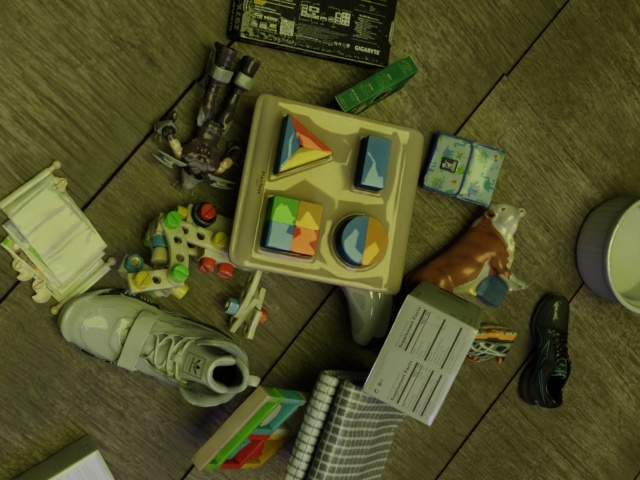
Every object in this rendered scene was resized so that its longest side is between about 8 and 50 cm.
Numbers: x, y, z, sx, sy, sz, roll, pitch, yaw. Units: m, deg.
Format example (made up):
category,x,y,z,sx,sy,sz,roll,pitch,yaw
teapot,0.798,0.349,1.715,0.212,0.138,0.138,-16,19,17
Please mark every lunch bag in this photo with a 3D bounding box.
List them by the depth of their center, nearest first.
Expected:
category,x,y,z,sx,sy,sz,roll,pitch,yaw
lunch bag,0.298,-0.151,1.956,0.151,0.096,0.129,17,93,-12

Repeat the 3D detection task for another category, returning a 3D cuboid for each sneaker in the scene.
category,x,y,z,sx,sy,sz,roll,pitch,yaw
sneaker,-0.280,0.192,1.662,0.365,0.210,0.137,21,88,-26
sneaker,0.000,0.000,1.815,0.257,0.169,0.448,-6,92,-17
sneaker,0.337,0.229,2.034,0.214,0.084,0.083,7,104,-25
sneaker,0.539,0.257,2.120,0.101,0.106,0.268,9,92,-25

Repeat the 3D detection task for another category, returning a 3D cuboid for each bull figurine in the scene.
category,x,y,z,sx,sy,sz,roll,pitch,yaw
bull figurine,0.332,0.057,1.964,0.310,0.101,0.188,-36,73,-2

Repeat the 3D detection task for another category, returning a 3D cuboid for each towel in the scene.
category,x,y,z,sx,sy,sz,roll,pitch,yaw
towel,0.067,0.386,1.842,0.283,0.121,0.235,18,89,-58
towel,0.362,0.095,2.053,0.119,0.029,0.067,36,81,-24

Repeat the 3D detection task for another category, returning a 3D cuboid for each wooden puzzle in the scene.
category,x,y,z,sx,sy,sz,roll,pitch,yaw
wooden puzzle,0.024,-0.084,1.694,0.347,0.080,0.322,12,83,-18

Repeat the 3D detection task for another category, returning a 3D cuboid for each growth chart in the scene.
category,x,y,z,sx,sy,sz,roll,pitch,yaw
growth chart,-0.478,0.000,1.646,0.172,0.021,0.237,-34,110,-17

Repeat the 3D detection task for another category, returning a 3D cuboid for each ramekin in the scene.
category,x,y,z,sx,sy,sz,roll,pitch,yaw
ramekin,0.734,0.025,2.161,0.277,0.135,0.277,-4,98,-25

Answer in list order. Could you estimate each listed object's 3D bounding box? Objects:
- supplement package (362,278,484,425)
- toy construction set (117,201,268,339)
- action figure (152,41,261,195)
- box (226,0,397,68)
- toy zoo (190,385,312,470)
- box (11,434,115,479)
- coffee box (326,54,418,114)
category,x,y,z,sx,sy,sz,roll,pitch,yaw
supplement package,0.205,0.207,1.789,0.145,0.262,0.204,26,99,9
toy construction set,-0.206,0.052,1.706,0.327,0.151,0.215,30,53,-38
action figure,-0.201,-0.214,1.709,0.185,0.099,0.285,22,92,-33
box,-0.004,-0.483,1.770,0.321,0.079,0.257,6,93,-26
toy zoo,-0.106,0.364,1.775,0.192,0.030,0.293,-47,155,7
box,-0.462,0.462,1.682,0.170,0.091,0.130,-29,109,-19
coffee box,0.097,-0.293,1.825,0.184,0.113,0.040,-32,87,-17
